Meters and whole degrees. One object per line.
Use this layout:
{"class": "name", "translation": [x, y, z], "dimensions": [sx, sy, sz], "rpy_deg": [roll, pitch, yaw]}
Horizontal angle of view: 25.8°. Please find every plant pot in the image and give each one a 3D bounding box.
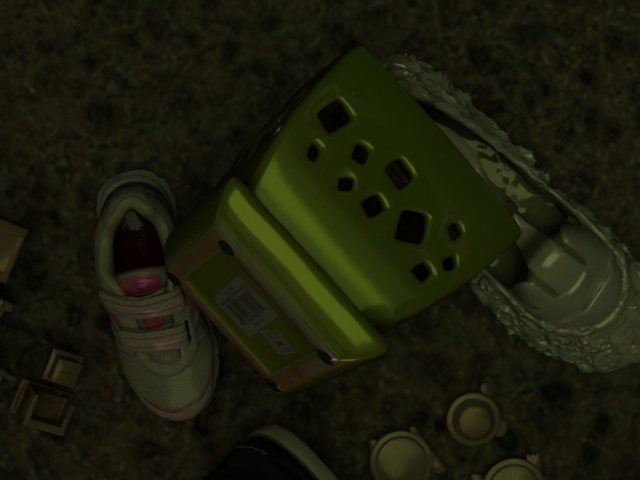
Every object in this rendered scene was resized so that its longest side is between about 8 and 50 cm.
{"class": "plant pot", "translation": [0.000, 0.000, 1.254], "dimensions": [0.227, 0.228, 0.207], "rpy_deg": [48, 64, -4]}

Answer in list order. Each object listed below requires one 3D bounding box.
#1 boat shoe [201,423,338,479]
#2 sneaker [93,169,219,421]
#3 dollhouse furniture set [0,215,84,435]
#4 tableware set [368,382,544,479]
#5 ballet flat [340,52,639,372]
{"class": "boat shoe", "translation": [0.014, 0.313, 1.293], "dimensions": [0.340, 0.113, 0.127], "rpy_deg": [46, 137, 22]}
{"class": "sneaker", "translation": [-0.167, 0.058, 1.350], "dimensions": [0.103, 0.111, 0.252], "rpy_deg": [-17, 94, 2]}
{"class": "dollhouse furniture set", "translation": [-0.297, 0.075, 1.380], "dimensions": [0.161, 0.101, 0.182], "rpy_deg": [22, 93, -26]}
{"class": "tableware set", "translation": [0.137, 0.234, 1.405], "dimensions": [0.168, 0.020, 0.141], "rpy_deg": [-25, 95, 1]}
{"class": "ballet flat", "translation": [0.173, -0.013, 1.334], "dimensions": [0.409, 0.147, 0.147], "rpy_deg": [42, 93, -3]}
